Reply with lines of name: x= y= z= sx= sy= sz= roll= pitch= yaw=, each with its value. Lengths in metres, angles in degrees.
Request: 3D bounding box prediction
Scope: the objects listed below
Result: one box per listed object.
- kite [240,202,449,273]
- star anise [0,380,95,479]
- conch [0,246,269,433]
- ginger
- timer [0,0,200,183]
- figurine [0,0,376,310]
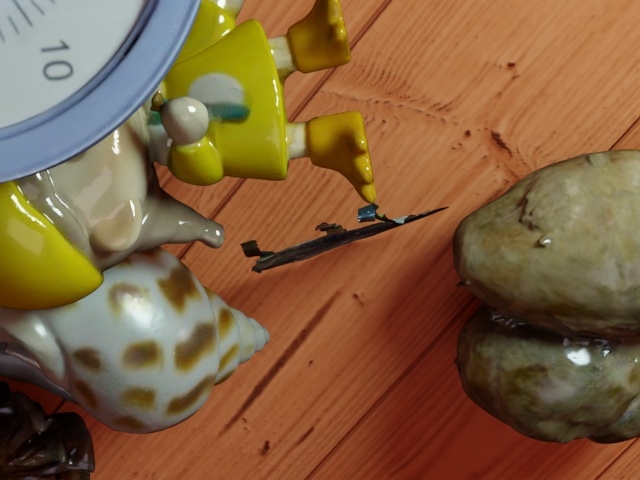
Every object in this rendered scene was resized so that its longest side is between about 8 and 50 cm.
kite: x=0.001 y=0.002 z=1.386 sx=0.169 sy=0.310 sz=0.015 roll=-18 pitch=86 yaw=12
star anise: x=-0.295 y=0.166 z=1.529 sx=0.214 sy=0.099 sz=0.220 roll=4 pitch=155 yaw=1
conch: x=-0.165 y=0.072 z=1.464 sx=0.275 sy=0.183 sz=0.148 roll=31 pitch=77 yaw=-31
ginger: x=0.222 y=0.063 z=1.540 sx=0.245 sy=0.155 sz=0.304 roll=-4 pitch=135 yaw=-16
timer: x=-0.225 y=-0.215 z=1.131 sx=0.395 sy=0.173 sz=0.395 roll=0 pitch=92 yaw=-5
figurine: x=-0.137 y=-0.070 z=1.314 sx=0.344 sy=0.215 sz=0.187 roll=-11 pitch=155 yaw=8
